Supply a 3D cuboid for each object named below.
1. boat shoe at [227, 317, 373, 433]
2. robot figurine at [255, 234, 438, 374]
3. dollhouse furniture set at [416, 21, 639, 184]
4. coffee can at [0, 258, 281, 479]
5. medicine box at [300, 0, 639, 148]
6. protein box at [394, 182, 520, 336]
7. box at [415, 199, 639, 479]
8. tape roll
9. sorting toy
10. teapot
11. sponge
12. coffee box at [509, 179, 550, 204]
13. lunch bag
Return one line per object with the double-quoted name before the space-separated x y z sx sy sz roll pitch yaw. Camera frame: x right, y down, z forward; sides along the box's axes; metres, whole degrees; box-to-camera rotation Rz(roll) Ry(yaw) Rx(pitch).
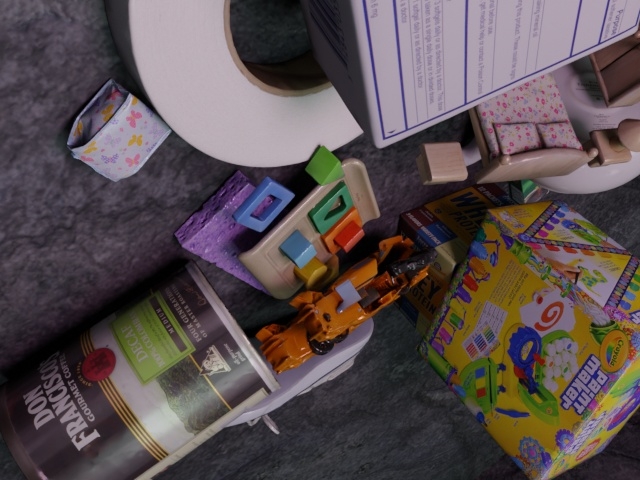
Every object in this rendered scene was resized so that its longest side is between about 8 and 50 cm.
"boat shoe" -0.079 0.222 1.067 0.367 0.136 0.156 -24 144 -37
"robot figurine" 0.050 0.081 0.977 0.291 0.085 0.211 -29 169 -45
"dollhouse furniture set" 0.268 -0.243 0.768 0.356 0.303 0.174 -8 167 -22
"coffee can" -0.217 0.181 0.827 0.275 0.201 0.201 -35 143 -10
"medicine box" 0.129 -0.259 0.557 0.290 0.149 0.263 -25 148 -4
"protein box" 0.241 0.037 1.144 0.200 0.136 0.201 -21 139 -24
"box" 0.334 0.140 0.983 0.177 0.279 0.289 -8 133 -35
"tape roll" -0.020 -0.254 0.675 0.392 0.072 0.391 -23 140 -22
"sorting toy" 0.000 0.000 0.889 0.196 0.047 0.347 -41 156 -5
"teapot" 0.379 -0.160 0.999 0.252 0.256 0.187 -41 158 -23
"sponge" -0.085 -0.002 0.903 0.117 0.031 0.210 -45 144 6
"coffee box" 0.379 -0.143 1.165 0.113 0.040 0.184 -37 143 -5
"lunch bag" -0.206 -0.107 0.672 0.083 0.053 0.071 -52 145 -2
